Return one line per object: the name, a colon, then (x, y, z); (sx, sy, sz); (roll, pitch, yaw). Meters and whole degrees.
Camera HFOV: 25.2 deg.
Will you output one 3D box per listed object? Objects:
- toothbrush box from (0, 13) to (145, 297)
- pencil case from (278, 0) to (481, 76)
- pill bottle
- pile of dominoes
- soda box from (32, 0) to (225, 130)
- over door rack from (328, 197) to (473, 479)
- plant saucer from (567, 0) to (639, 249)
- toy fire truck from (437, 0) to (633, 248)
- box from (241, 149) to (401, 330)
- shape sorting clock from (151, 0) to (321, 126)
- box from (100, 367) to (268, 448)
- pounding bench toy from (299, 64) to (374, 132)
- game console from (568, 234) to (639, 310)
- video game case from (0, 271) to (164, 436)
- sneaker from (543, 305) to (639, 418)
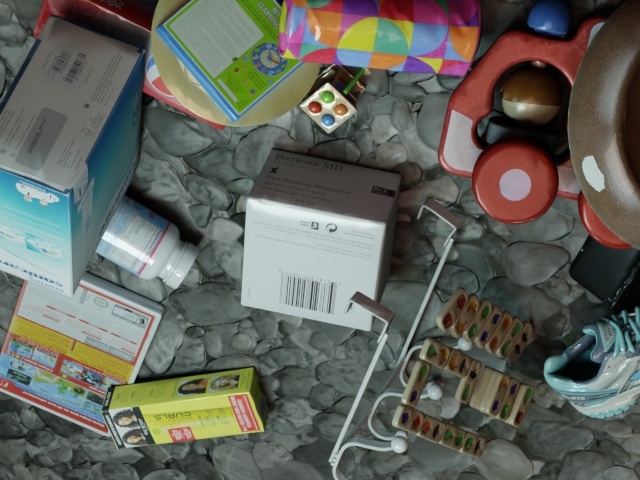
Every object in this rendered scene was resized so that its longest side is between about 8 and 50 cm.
toothbrush box: (-0.313, -0.095, 1.742); (0.126, 0.216, 0.295); (21, 154, 2)
pencil case: (0.064, -0.249, 1.638); (0.236, 0.104, 0.104); (8, 129, -8)
pill bottle: (-0.249, -0.002, 1.938); (0.160, 0.087, 0.087); (31, 128, -9)
pile of dominoes: (0.201, 0.175, 1.829); (0.040, 0.196, 0.251); (19, 174, 36)
soda box: (-0.211, -0.243, 1.751); (0.263, 0.083, 0.092); (25, 128, -5)
over door rack: (0.114, 0.148, 1.849); (0.108, 0.239, 0.324); (20, 130, 18)
plant saucer: (0.418, -0.130, 1.564); (0.310, 0.050, 0.310); (-2, 98, -18)
toy fire truck: (0.300, -0.143, 1.661); (0.302, 0.169, 0.254); (13, 104, 4)
box: (0.000, 0.000, 1.853); (0.181, 0.119, 0.182); (11, 127, 7)
shape sorting clock: (-0.097, -0.237, 1.687); (0.206, 0.040, 0.206); (-1, 93, -9)
box: (-0.200, 0.249, 2.116); (0.232, 0.058, 0.087); (-8, 125, 12)
pounding bench toy: (0.025, -0.182, 1.744); (0.052, 0.065, 0.083); (42, 125, -17)
game console: (0.397, 0.025, 1.834); (0.107, 0.071, 0.122); (2, 134, -24)
video game case: (-0.366, 0.159, 2.131); (0.204, 0.025, 0.285); (24, 128, -4)
sneaker: (0.408, 0.137, 1.832); (0.122, 0.110, 0.283); (26, 131, -32)
